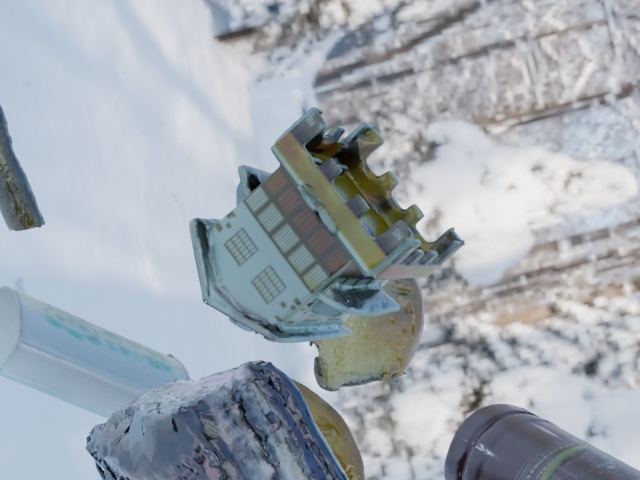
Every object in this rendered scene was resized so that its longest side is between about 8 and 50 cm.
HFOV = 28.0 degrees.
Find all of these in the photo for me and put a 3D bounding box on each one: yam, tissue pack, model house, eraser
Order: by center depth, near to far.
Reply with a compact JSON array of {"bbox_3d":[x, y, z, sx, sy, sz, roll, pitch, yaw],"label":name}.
[{"bbox_3d":[-0.040,0.257,0.985,0.245,0.123,0.332,-24,-85,58],"label":"tissue pack"},{"bbox_3d":[0.000,0.000,1.382,0.198,0.215,0.224,51,17,14],"label":"model house"},{"bbox_3d":[-0.449,-0.127,1.770,0.061,0.061,0.253,-99,171,-75],"label":"yam"},{"bbox_3d":[-0.329,0.177,1.823,0.290,0.104,0.189,28,13,-29],"label":"eraser"}]

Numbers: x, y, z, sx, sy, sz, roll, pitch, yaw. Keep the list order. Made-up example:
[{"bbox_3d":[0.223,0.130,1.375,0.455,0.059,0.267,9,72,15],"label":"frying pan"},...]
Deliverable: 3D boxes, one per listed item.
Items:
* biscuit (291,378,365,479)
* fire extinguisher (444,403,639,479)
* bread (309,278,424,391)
[{"bbox_3d":[-0.053,0.297,1.839,0.203,0.260,0.041,-56,166,-26],"label":"biscuit"},{"bbox_3d":[0.208,0.219,0.908,0.105,0.141,0.341,50,-12,-27],"label":"fire extinguisher"},{"bbox_3d":[0.076,0.105,2.106,0.162,0.204,0.262,-38,-118,47],"label":"bread"}]
